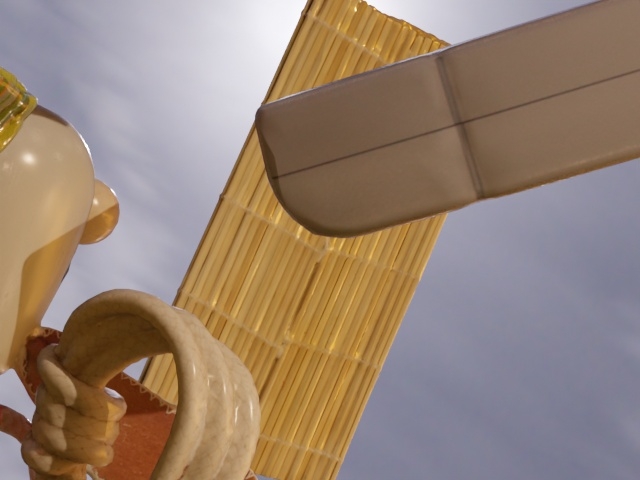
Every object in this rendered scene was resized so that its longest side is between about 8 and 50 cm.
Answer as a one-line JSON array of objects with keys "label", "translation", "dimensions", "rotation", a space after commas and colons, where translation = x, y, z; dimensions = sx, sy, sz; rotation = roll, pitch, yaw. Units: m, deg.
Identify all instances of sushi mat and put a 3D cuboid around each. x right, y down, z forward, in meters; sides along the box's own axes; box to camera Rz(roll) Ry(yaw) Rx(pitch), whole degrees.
[{"label": "sushi mat", "translation": [0.000, 0.000, 1.163], "dimensions": [0.151, 0.316, 0.019], "rotation": [25, -3, -22]}]

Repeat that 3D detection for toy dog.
[{"label": "toy dog", "translation": [-0.108, 0.127, 0.680], "dimensions": [0.220, 0.333, 0.161], "rotation": [36, 18, 35]}]

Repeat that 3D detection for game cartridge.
[{"label": "game cartridge", "translation": [0.127, -0.067, 0.606], "dimensions": [0.294, 0.060, 0.196], "rotation": [-17, 1, 5]}]

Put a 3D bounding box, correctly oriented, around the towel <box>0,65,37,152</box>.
[{"label": "towel", "translation": [-0.133, -0.017, 0.456], "dimensions": [0.021, 0.102, 0.237], "rotation": [30, -1, 6]}]
